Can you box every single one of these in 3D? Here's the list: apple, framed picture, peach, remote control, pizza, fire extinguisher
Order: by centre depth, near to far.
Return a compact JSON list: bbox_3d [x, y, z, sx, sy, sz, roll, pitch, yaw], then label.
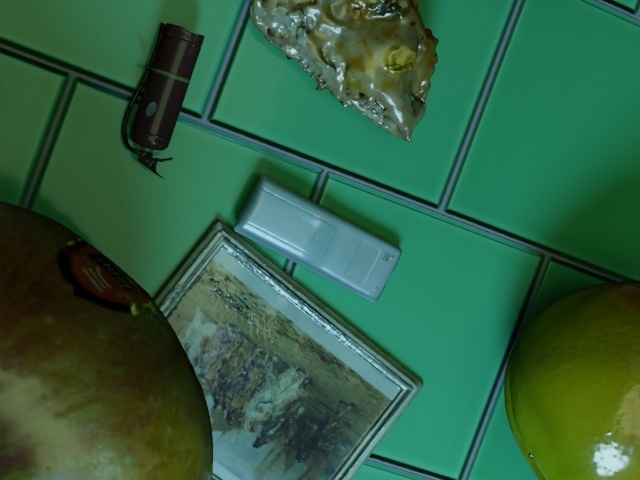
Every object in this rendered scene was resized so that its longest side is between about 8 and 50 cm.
[{"bbox_3d":[-0.282,0.160,1.082,0.400,0.333,0.400,0,90,-3],"label":"apple"},{"bbox_3d":[-0.141,-0.125,1.236,0.056,0.039,0.132,20,93,14],"label":"fire extinguisher"},{"bbox_3d":[0.030,-0.232,1.259,0.189,0.071,0.296,-8,101,-17],"label":"pizza"},{"bbox_3d":[0.000,0.000,1.304,0.162,0.029,0.061,27,91,-20],"label":"remote control"},{"bbox_3d":[-0.059,0.143,1.313,0.274,0.017,0.217,38,86,-19],"label":"framed picture"},{"bbox_3d":[0.289,0.149,1.326,0.231,0.231,0.230,-3,99,-17],"label":"peach"}]
